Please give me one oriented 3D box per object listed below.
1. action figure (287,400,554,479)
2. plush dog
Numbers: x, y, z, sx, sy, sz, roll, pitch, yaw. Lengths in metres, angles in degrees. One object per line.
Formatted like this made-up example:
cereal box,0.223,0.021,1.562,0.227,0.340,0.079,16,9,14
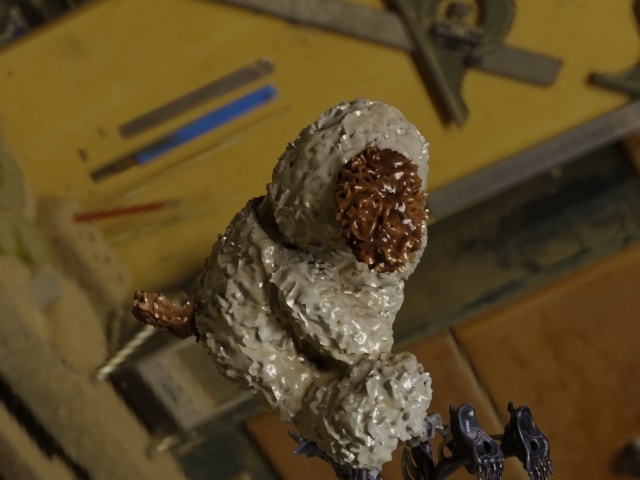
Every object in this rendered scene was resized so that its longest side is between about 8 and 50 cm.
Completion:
action figure,0.083,0.227,1.439,0.164,0.276,0.140,0,82,-44
plush dog,0.000,0.000,1.047,0.211,0.225,0.262,23,20,-13
